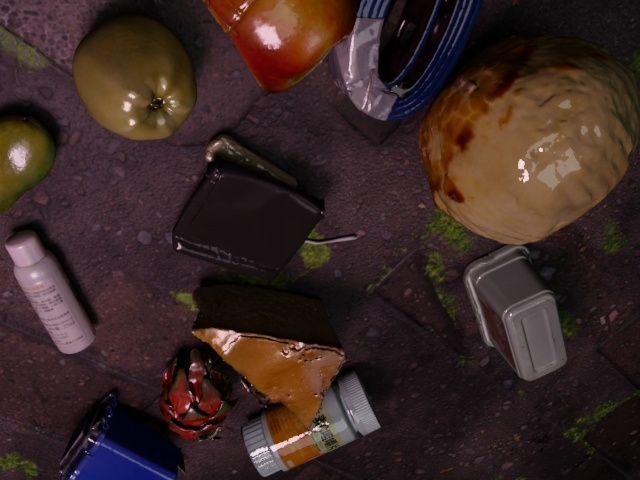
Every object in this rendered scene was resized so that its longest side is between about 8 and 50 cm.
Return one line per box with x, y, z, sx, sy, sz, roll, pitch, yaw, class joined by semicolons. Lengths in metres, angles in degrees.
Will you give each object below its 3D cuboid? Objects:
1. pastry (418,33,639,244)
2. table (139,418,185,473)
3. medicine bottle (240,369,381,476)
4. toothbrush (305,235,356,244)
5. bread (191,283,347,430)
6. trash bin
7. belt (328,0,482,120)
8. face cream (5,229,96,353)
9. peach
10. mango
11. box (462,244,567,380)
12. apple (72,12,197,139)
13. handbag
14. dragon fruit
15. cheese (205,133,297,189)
0.349;-0.188;1.063;0.312;0.388;0.388;41;106;-7;pastry
-0.439;0.537;1.482;0.146;0.062;0.175;-23;129;-1;table
-0.024;0.456;1.492;0.318;0.158;0.158;-24;126;1;medicine bottle
0.000;0.000;1.287;0.162;0.014;0.017;-8;110;-12;toothbrush
-0.129;0.247;1.274;0.315;0.248;0.279;5;119;-15;bread
-0.439;0.481;1.353;0.234;0.162;0.184;34;102;-16;trash bin
0.144;-0.382;1.014;0.212;0.117;0.347;11;118;-25;belt
-0.519;0.099;1.155;0.081;0.082;0.269;-15;126;-7;face cream
-0.079;-0.378;0.891;0.275;0.248;0.245;47;75;-16;peach
-0.527;-0.128;1.000;0.191;0.085;0.122;-39;128;9;mango
0.482;0.184;1.449;0.175;0.182;0.312;-26;125;1;box
-0.285;-0.250;0.939;0.200;0.200;0.200;-8;124;-12;apple
-0.141;-0.041;1.159;0.246;0.080;0.223;20;126;-27;handbag
-0.274;0.345;1.338;0.182;0.182;0.189;29;72;-30;dragon fruit
-0.129;-0.134;1.141;0.194;0.043;0.065;30;109;-31;cheese
